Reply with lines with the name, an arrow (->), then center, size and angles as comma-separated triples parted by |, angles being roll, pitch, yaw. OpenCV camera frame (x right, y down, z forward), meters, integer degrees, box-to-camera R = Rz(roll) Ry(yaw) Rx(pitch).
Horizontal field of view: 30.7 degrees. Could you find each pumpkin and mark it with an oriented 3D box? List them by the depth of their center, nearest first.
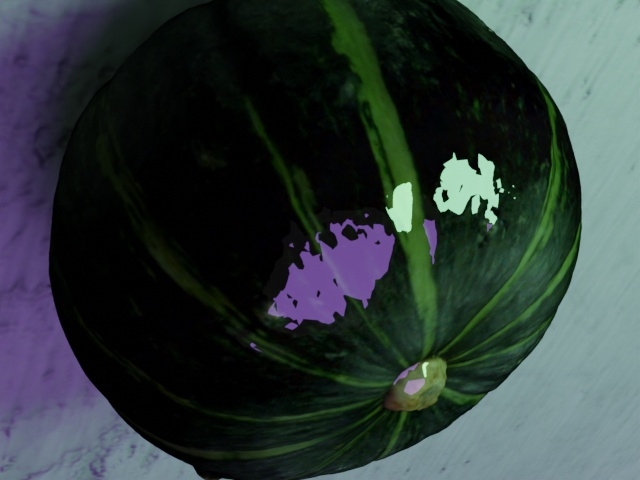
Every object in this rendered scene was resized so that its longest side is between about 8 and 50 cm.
pumpkin -> 0.000, 0.000, 0.693 | 0.323, 0.241, 0.323 | -16, 140, -14
